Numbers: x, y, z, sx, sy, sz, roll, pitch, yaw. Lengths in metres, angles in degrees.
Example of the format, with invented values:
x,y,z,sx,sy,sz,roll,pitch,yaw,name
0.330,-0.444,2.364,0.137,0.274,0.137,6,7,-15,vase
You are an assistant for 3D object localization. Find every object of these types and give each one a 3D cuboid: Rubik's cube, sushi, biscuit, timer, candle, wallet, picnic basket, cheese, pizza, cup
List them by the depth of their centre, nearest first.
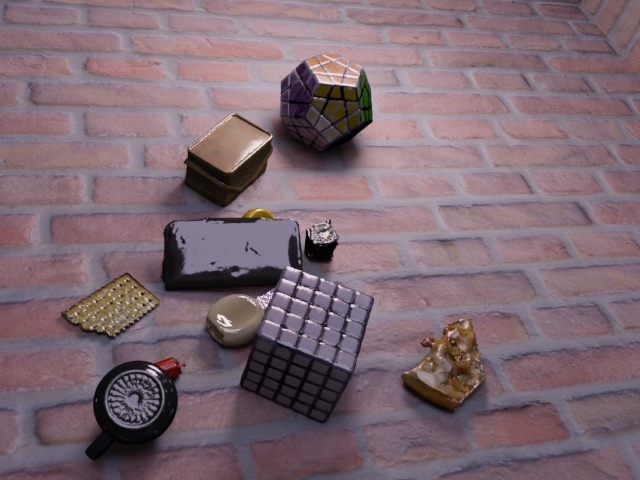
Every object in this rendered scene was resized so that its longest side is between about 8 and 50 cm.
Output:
x,y,z,sx,sy,sz,roll,pitch,yaw,name
-0.405,0.365,1.524,0.169,0.176,0.223,41,70,3,cup
-0.371,0.304,1.679,0.130,0.052,0.052,-17,55,-30,candle
-0.031,0.242,1.710,0.238,0.237,0.237,21,47,3,Rubik's cube
-0.510,0.166,1.786,0.144,0.016,0.203,36,48,17,biscuit
-0.182,0.182,1.841,0.227,0.064,0.137,-30,63,-37,cheese
0.346,0.310,1.880,0.189,0.071,0.297,36,48,17,pizza
-0.232,0.032,1.917,0.377,0.051,0.197,-1,73,-10,wallet
-0.168,-0.036,2.010,0.107,0.107,0.109,-22,18,-32,timer
0.000,0.001,2.047,0.094,0.084,0.098,-7,47,-18,sushi
-0.272,-0.240,2.145,0.165,0.139,0.267,31,47,12,picnic basket
0.020,-0.444,2.334,0.319,0.319,0.264,-28,87,-35,Rubik's cube
